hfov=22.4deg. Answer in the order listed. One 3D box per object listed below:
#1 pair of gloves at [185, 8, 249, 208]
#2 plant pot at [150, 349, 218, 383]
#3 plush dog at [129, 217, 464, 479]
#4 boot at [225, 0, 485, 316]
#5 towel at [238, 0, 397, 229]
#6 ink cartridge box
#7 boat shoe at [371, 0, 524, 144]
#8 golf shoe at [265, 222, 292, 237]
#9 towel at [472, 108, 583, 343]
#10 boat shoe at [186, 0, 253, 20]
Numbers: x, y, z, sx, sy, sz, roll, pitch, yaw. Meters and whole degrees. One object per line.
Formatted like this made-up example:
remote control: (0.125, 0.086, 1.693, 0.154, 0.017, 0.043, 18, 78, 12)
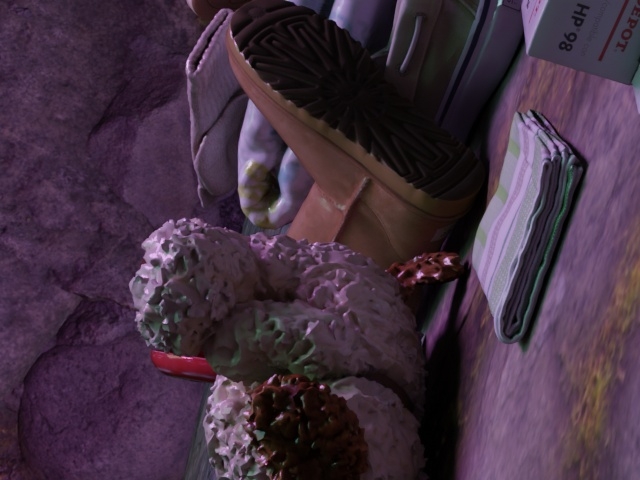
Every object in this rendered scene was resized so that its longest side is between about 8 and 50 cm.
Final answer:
pair of gloves: (-0.045, -0.152, 1.405, 0.240, 0.042, 0.204, -56, -19, -34)
plant pot: (-0.103, 0.082, 1.889, 0.191, 0.191, 0.174, 155, 122, -82)
plush dog: (0.008, 0.117, 1.048, 0.262, 0.210, 0.225, 70, -172, -48)
boot: (-0.012, -0.014, 1.215, 0.089, 0.236, 0.269, -30, -23, -37)
towel: (0.044, -0.223, 1.361, 0.320, 0.090, 0.374, -44, -25, -63)
ink cartridge box: (0.146, -0.153, 0.819, 0.180, 0.060, 0.104, -85, 12, -57)
boat shoe: (0.070, -0.113, 1.228, 0.302, 0.094, 0.109, 114, 170, -51)
golf shoe: (0.000, 0.000, 1.740, 0.198, 0.094, 0.077, -49, -23, 23)
towel: (0.113, -0.013, 0.944, 0.152, 0.023, 0.113, -98, 25, -75)
boat shoe: (-0.026, -0.321, 1.446, 0.302, 0.098, 0.109, -47, -20, -11)
